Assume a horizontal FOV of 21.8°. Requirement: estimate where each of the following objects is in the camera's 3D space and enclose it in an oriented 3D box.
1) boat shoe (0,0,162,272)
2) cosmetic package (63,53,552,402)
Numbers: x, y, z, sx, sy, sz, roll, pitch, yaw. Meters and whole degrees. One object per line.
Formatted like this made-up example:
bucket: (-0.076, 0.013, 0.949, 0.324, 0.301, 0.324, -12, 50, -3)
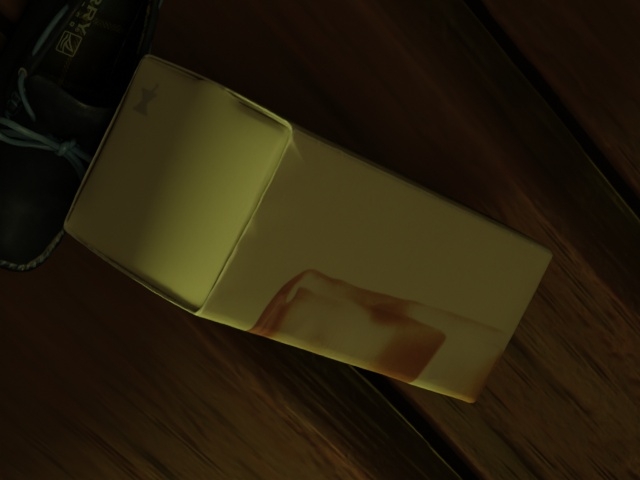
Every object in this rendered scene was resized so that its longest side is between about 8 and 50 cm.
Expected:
boat shoe: (-0.169, -0.097, 1.067, 0.109, 0.089, 0.258, 10, 104, -27)
cosmetic package: (0.000, 0.000, 1.095, 0.296, 0.153, 0.129, 23, 95, -47)
